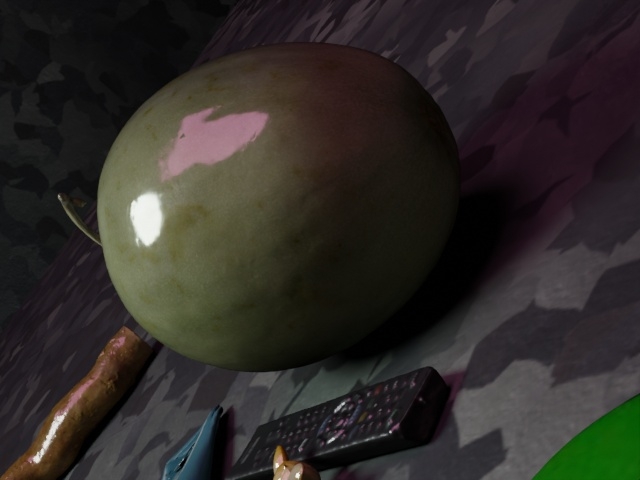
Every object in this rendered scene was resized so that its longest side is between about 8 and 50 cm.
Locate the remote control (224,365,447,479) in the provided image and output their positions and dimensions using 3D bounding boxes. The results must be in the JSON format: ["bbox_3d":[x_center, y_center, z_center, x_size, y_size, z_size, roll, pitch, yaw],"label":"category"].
[{"bbox_3d":[0.004,0.141,0.882,0.245,0.025,0.063,-28,27,54],"label":"remote control"}]

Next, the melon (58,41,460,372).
[{"bbox_3d":[-0.037,-0.025,0.950,0.308,0.272,0.271,-40,18,55],"label":"melon"}]

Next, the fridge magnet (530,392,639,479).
[{"bbox_3d":[0.134,0.133,0.410,0.208,0.088,0.208,-36,30,25],"label":"fridge magnet"}]

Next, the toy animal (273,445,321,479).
[{"bbox_3d":[-0.034,0.180,0.823,0.060,0.081,0.083,-17,57,66],"label":"toy animal"}]

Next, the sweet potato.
[{"bbox_3d":[-0.302,0.226,1.446,0.281,0.059,0.067,-52,4,-9],"label":"sweet potato"}]

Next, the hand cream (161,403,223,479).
[{"bbox_3d":[-0.116,0.212,1.029,0.083,0.048,0.224,-50,11,12],"label":"hand cream"}]
